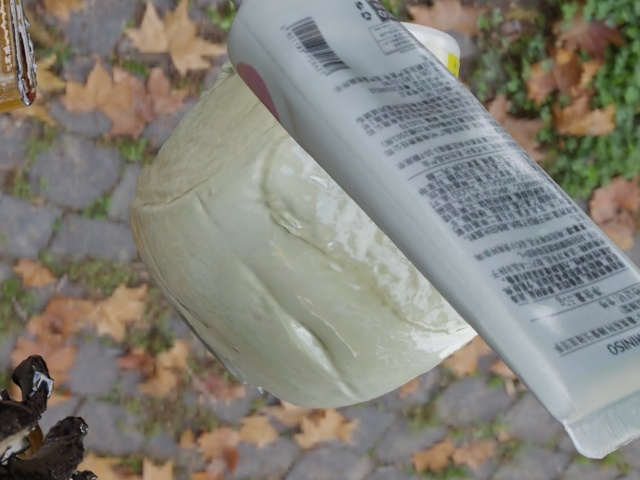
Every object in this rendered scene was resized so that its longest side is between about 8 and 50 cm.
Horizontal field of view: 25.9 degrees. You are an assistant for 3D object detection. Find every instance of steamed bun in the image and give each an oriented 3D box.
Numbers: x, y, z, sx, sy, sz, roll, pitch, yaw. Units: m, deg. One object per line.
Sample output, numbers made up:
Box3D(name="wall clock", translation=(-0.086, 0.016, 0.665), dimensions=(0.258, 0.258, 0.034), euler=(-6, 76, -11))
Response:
Box3D(name="steamed bun", translation=(0.000, 0.000, 1.096), dimensions=(0.290, 0.273, 0.272), euler=(37, 92, -11))

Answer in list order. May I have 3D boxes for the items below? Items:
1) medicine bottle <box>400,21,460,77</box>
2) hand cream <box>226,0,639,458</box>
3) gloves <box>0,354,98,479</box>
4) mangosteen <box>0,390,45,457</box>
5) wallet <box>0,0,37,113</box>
Box3D(name="medicine bottle", translation=(0.072, -0.100, 1.524), dimensions=(0.143, 0.258, 0.143), euler=(7, 173, 1))
Box3D(name="hand cream", translation=(0.055, -0.033, 0.692), dimensions=(0.124, 0.341, 0.078), euler=(-14, 144, -42))
Box3D(name="gloves", translation=(-0.168, 0.117, 0.632), dimensions=(0.129, 0.106, 0.180), euler=(-39, 119, 11))
Box3D(name="mangosteen", translation=(-0.267, 0.198, 0.828), dimensions=(0.233, 0.287, 0.288), euler=(-15, 136, -19))
Box3D(name="wallet", translation=(-0.267, -0.164, 0.903), dimensions=(0.161, 0.195, 0.042), euler=(-12, 166, 20))
